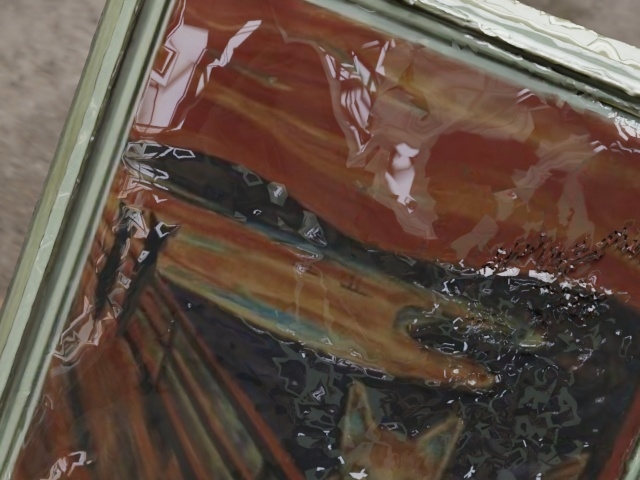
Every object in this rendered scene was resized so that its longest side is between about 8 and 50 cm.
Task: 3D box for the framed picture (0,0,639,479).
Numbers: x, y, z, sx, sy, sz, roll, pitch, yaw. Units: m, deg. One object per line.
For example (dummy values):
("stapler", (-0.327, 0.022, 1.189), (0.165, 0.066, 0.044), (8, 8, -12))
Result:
("framed picture", (0.001, 0.052, 0.574), (0.216, 0.016, 0.273), (22, 102, 8))
